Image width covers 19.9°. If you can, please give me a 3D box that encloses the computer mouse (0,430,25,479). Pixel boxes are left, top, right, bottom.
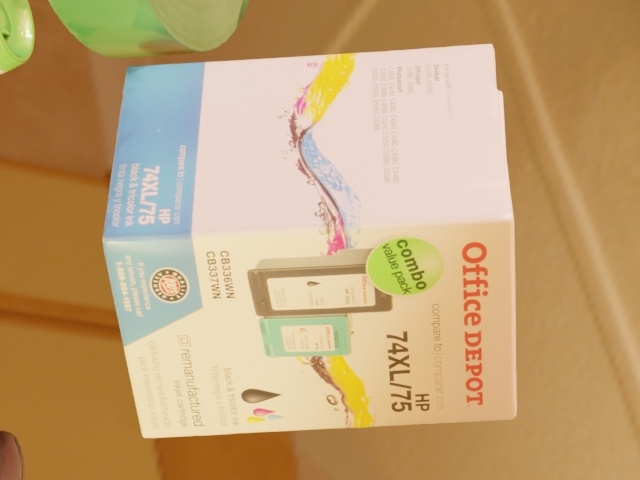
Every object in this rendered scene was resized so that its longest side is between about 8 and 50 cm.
[{"bbox_3d":[-0.365,0.287,1.660,0.072,0.272,0.188,39,-19,28],"label":"computer mouse"}]

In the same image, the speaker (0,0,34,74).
[{"bbox_3d":[-0.493,-0.233,2.144,0.296,0.131,0.131,-10,-113,16],"label":"speaker"}]

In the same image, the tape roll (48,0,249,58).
[{"bbox_3d":[-0.132,-0.297,1.355,0.077,0.321,0.321,-2,-105,18],"label":"tape roll"}]

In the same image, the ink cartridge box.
[{"bbox_3d":[0.000,0.000,1.295,0.197,0.270,0.198,-90,175,-49],"label":"ink cartridge box"}]
